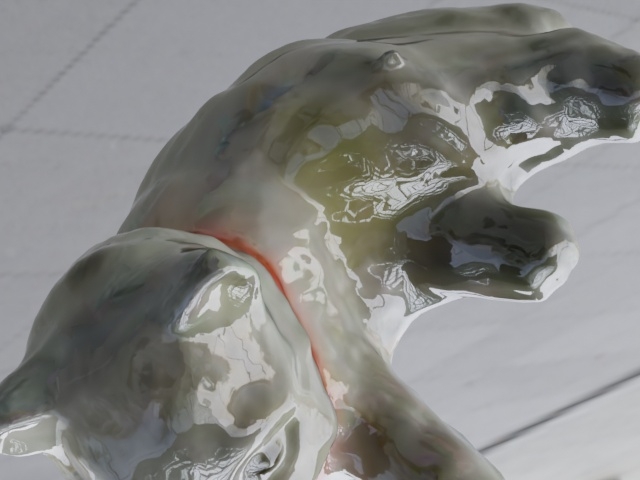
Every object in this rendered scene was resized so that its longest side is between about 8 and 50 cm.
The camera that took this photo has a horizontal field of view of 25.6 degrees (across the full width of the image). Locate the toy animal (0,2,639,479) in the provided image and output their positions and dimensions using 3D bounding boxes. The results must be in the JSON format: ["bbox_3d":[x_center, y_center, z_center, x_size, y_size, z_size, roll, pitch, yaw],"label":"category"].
[{"bbox_3d":[0.000,0.000,0.593,0.308,0.266,0.188,-34,135,15],"label":"toy animal"}]
